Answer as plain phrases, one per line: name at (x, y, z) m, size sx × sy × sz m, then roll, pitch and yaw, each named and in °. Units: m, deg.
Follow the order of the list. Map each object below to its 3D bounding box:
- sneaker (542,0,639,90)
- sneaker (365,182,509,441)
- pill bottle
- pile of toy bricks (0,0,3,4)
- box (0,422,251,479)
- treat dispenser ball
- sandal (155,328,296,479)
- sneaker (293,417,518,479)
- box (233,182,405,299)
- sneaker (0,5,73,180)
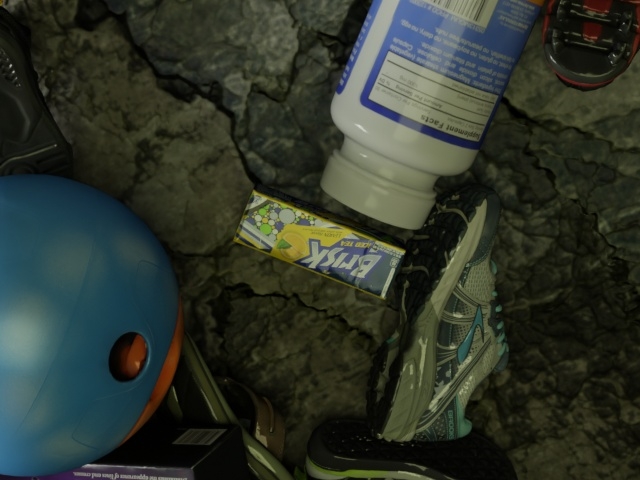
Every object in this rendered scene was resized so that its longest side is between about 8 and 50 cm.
sneaker at (0.280, -0.264, 1.340) m, size 0.097 × 0.135 × 0.276 m, roll 17°, pitch 80°, yaw 10°
sneaker at (0.139, 0.077, 1.434) m, size 0.122 × 0.110 × 0.283 m, roll 13°, pitch 106°, yaw -19°
pill bottle at (0.101, -0.155, 1.341) m, size 0.152 × 0.152 × 0.272 m, roll 22°, pitch 104°, yaw -3°
pile of toy bricks at (-0.267, -0.302, 1.356) m, size 0.105 × 0.118 × 0.212 m, roll 34°, pitch 86°, yaw -34°
box at (-0.196, 0.288, 1.427) m, size 0.261 × 0.103 × 0.184 m, roll -3°, pitch 109°, yaw 29°
treat dispenser ball at (-0.275, 0.080, 1.336) m, size 0.288 × 0.288 × 0.288 m, roll 0°, pitch 103°, yaw 2°
sandal at (-0.075, 0.217, 1.465) m, size 0.303 × 0.086 × 0.120 m, roll 52°, pitch 142°, yaw 1°
sneaker at (0.091, 0.250, 1.486) m, size 0.234 × 0.084 × 0.097 m, roll 12°, pitch 127°, yaw 0°
box at (0.000, 0.000, 1.429) m, size 0.168 × 0.054 × 0.059 m, roll 22°, pitch 102°, yaw -3°
sneaker at (-0.307, -0.140, 1.400) m, size 0.087 × 0.130 × 0.228 m, roll -17°, pitch 130°, yaw 1°
